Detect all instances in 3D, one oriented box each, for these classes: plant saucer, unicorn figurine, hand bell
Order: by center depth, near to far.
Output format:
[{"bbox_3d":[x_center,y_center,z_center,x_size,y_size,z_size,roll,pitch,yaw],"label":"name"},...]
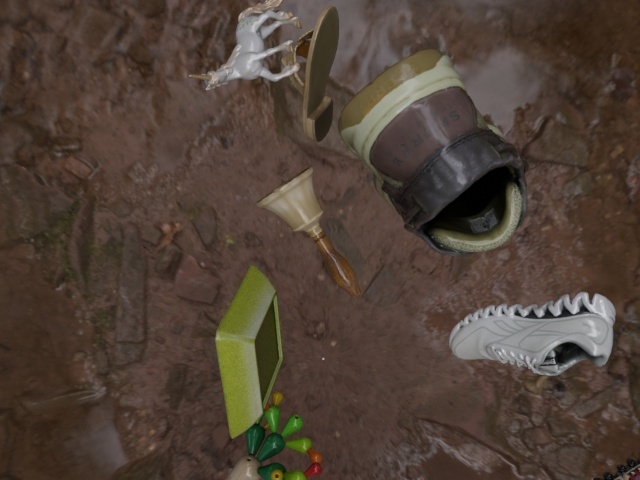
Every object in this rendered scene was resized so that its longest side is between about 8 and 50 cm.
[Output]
[{"bbox_3d":[-0.082,-0.231,0.909,0.111,0.060,0.162,-7,45,14],"label":"unicorn figurine"},{"bbox_3d":[-0.095,0.160,1.091,0.045,0.188,0.188,2,119,11],"label":"plant saucer"},{"bbox_3d":[0.000,0.000,1.338,0.126,0.126,0.242,-34,97,-5],"label":"hand bell"}]

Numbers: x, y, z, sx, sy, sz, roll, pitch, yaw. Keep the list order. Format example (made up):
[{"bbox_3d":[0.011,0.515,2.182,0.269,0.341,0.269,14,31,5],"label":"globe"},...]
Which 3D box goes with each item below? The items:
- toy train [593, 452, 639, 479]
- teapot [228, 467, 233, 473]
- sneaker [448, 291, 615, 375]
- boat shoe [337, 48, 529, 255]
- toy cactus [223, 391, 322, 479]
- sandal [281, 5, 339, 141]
[{"bbox_3d":[0.393,0.300,0.944,0.158,0.036,0.027,-9,120,-37],"label":"toy train"},{"bbox_3d":[-0.127,0.570,1.448,0.252,0.256,0.187,23,41,-30],"label":"teapot"},{"bbox_3d":[0.351,0.172,1.269,0.292,0.110,0.118,-16,48,33],"label":"sneaker"},{"bbox_3d":[0.074,-0.026,0.403,0.080,0.223,0.073,-32,71,12],"label":"boat shoe"},{"bbox_3d":[-0.101,0.375,1.312,0.180,0.112,0.219,-45,49,0],"label":"toy cactus"},{"bbox_3d":[-0.027,-0.262,1.167,0.079,0.240,0.088,24,52,19],"label":"sandal"}]
